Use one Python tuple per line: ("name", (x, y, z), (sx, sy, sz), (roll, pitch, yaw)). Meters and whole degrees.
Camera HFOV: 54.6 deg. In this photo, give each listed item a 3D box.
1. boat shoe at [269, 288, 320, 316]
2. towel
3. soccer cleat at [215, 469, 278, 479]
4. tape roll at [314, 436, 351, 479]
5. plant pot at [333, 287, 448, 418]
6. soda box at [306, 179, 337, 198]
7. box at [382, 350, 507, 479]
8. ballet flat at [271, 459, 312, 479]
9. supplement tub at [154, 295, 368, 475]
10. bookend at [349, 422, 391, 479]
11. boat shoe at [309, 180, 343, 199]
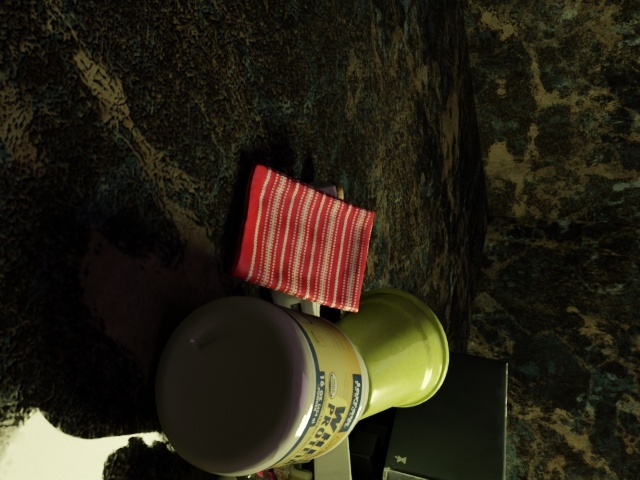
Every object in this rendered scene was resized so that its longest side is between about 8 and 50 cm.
("boat shoe", (-0.043, 0.101, 1.135), (0.088, 0.096, 0.267), (-145, -137, -82))
("towel", (-0.024, -0.001, 1.062), (0.275, 0.031, 0.198), (20, 74, -34))
("soccer cleat", (-0.131, 0.425, 0.985), (0.143, 0.116, 0.331), (-34, 158, -9))
("tape roll", (0.036, 0.582, 1.249), (0.392, 0.072, 0.391), (-5, 90, -89))
("plant pot", (0.091, 0.257, 1.306), (0.254, 0.276, 0.275), (-12, 106, -54))
("soda box", (0.000, 0.000, 1.175), (0.069, 0.074, 0.216), (-138, -143, -67))
("box", (0.339, 0.639, 1.737), (0.479, 0.298, 0.471), (-62, 156, -56))
("ballet flat", (-0.053, 0.426, 1.182), (0.091, 0.077, 0.240), (-25, 118, -65))
("supplement tub", (-0.065, 0.212, 0.915), (0.316, 0.229, 0.228), (31, 66, -65))
("bookend", (0.130, 0.544, 1.646), (0.156, 0.073, 0.157), (-65, 149, -42))
("boat shoe", (0.001, -0.017, 1.250), (0.073, 0.073, 0.206), (-5, 97, -29))
